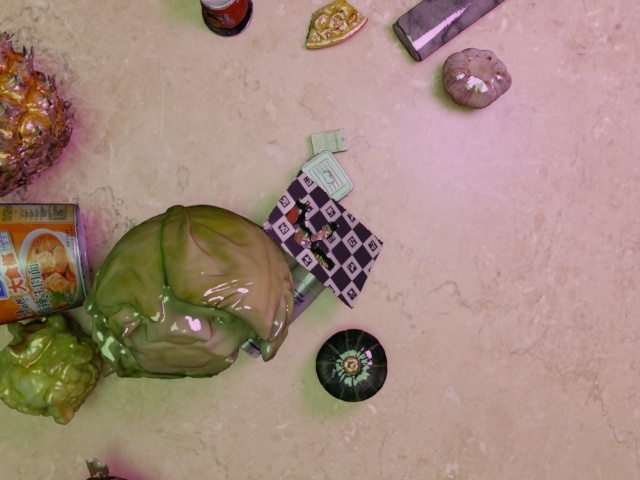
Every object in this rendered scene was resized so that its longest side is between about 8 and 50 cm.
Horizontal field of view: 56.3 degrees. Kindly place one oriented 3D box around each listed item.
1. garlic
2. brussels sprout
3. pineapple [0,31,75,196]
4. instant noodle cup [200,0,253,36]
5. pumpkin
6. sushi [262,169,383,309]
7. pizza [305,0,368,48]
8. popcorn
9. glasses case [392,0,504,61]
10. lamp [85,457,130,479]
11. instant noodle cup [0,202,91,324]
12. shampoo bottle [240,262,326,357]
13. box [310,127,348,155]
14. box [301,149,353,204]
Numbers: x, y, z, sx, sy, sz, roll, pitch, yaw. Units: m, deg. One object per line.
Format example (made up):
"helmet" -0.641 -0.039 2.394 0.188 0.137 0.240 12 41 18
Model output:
"garlic" 0.353 -0.372 1.382 0.159 0.102 0.147 -6 77 -12
"brussels sprout" -0.269 0.090 1.255 0.424 0.342 0.361 -13 55 15
"pineapple" -0.702 -0.268 1.264 0.300 0.352 0.352 43 90 -8
"instant noodle cup" -0.222 -0.543 1.354 0.127 0.136 0.127 0 92 1
"pumpkin" 0.072 0.286 1.376 0.167 0.125 0.167 0 90 6
"sushi" 0.000 0.000 1.340 0.279 0.043 0.193 40 59 -20
"pizza" 0.030 -0.511 1.407 0.159 0.036 0.099 -23 91 0
"popcorn" -0.610 0.287 1.342 0.255 0.195 0.255 -16 86 18
"glasses case" 0.320 -0.547 1.396 0.299 0.060 0.114 -37 91 0
"lamp" -0.485 0.625 1.328 0.250 0.250 0.285 -8 83 0
"instant noodle cup" -0.623 0.041 1.295 0.213 0.296 0.297 -8 91 -18
"shampoo bottle" -0.073 0.137 1.390 0.303 0.092 0.092 -44 91 1
"box" 0.021 -0.232 1.418 0.083 0.024 0.053 -11 91 1
"box" 0.015 -0.143 1.397 0.084 0.069 0.122 -34 91 -1
